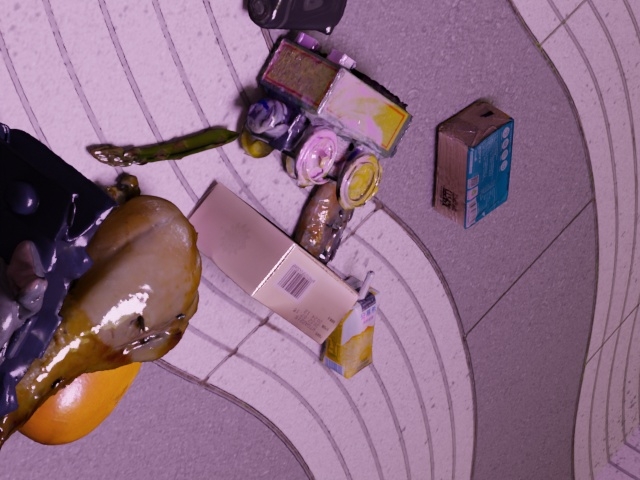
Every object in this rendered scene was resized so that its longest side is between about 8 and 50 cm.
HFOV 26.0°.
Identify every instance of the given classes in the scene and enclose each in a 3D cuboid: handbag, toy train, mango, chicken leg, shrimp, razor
[{"bbox_3d":[-0.364,0.050,1.429,0.118,0.269,0.326,20,100,-54],"label":"handbag"},{"bbox_3d":[0.010,-0.153,1.865,0.177,0.134,0.261,-60,147,3],"label":"toy train"},{"bbox_3d":[-0.303,0.170,1.757,0.219,0.112,0.145,-39,144,-45],"label":"mango"},{"bbox_3d":[-0.290,0.105,1.616,0.429,0.152,0.201,-45,127,-34],"label":"chicken leg"},{"bbox_3d":[0.000,0.000,2.063,0.126,0.047,0.223,3,113,-64],"label":"shrimp"},{"bbox_3d":[-0.028,-0.310,1.762,0.148,0.054,0.090,-4,120,-52],"label":"razor"}]

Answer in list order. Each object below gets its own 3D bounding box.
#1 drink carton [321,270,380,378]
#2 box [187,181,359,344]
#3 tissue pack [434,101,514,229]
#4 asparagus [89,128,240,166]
[{"bbox_3d":[0.048,0.117,2.187,0.084,0.074,0.200,-28,135,-38],"label":"drink carton"},{"bbox_3d":[-0.068,0.032,1.884,0.095,0.168,0.212,-52,147,-1],"label":"box"},{"bbox_3d":[0.246,-0.123,2.238,0.120,0.082,0.169,-34,140,-32],"label":"tissue pack"},{"bbox_3d":[-0.194,-0.114,1.732,0.236,0.027,0.034,-15,123,-45],"label":"asparagus"}]
